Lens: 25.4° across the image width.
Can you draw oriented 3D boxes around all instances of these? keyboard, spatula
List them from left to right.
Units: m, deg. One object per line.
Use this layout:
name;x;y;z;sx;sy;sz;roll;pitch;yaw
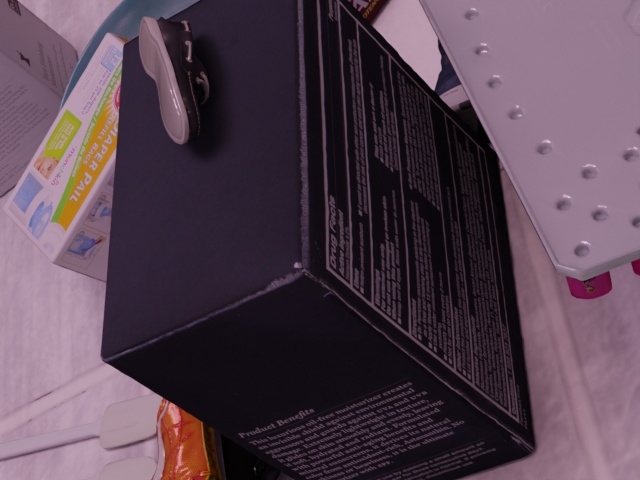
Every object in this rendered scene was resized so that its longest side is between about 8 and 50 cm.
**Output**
spatula;-0.237;0.232;1.300;0.242;0.019;0.168;-17;52;31
keyboard;-0.050;0.134;1.213;0.100;0.038;0.192;-49;38;37

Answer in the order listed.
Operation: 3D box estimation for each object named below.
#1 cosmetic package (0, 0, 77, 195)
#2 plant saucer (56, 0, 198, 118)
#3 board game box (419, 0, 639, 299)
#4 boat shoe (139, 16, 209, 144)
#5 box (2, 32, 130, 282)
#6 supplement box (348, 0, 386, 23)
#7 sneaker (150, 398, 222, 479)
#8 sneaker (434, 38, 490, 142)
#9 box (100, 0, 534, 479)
cosmetic package;-0.381;-0.181;1.591;0.151;0.184;0.151;-36;45;15
plant saucer;-0.149;-0.126;1.425;0.317;0.044;0.317;-17;62;35
board game box;0.292;-0.166;1.033;0.390;0.050;0.390;-22;46;3
boat shoe;-0.095;-0.112;0.973;0.125;0.038;0.046;-115;28;-47
box;-0.189;-0.074;1.338;0.114;0.103;0.203;38;100;43
supplement box;-0.023;-0.289;1.449;0.130;0.073;0.239;-55;42;-4
sneaker;-0.107;0.188;1.201;0.067;0.064;0.175;-3;66;23
sneaker;0.191;-0.183;1.185;0.226;0.086;0.163;-14;55;34
box;0.000;0.000;1.062;0.183;0.294;0.296;-23;48;26
